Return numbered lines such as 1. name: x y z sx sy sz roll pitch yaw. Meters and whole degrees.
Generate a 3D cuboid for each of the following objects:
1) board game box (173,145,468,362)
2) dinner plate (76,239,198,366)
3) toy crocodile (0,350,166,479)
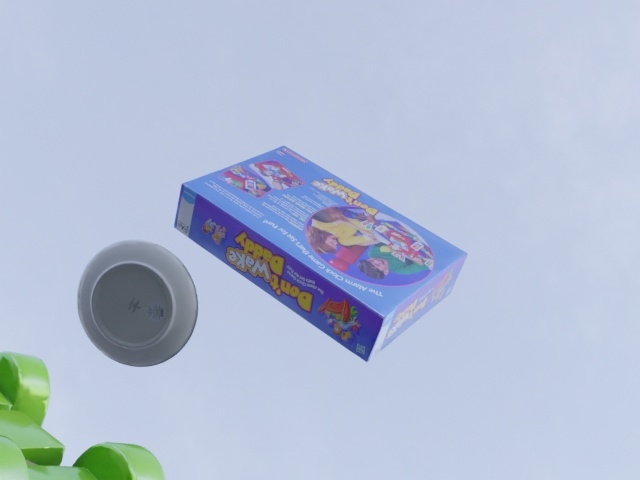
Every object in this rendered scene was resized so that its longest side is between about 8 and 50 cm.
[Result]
1. board game box: 0.000 0.000 1.098 0.347 0.233 0.078 33 -54 23
2. dinner plate: -0.201 0.070 0.837 0.141 0.017 0.141 1 -84 9
3. toy crocodile: -0.198 0.131 0.440 0.341 0.115 0.105 24 -89 40
